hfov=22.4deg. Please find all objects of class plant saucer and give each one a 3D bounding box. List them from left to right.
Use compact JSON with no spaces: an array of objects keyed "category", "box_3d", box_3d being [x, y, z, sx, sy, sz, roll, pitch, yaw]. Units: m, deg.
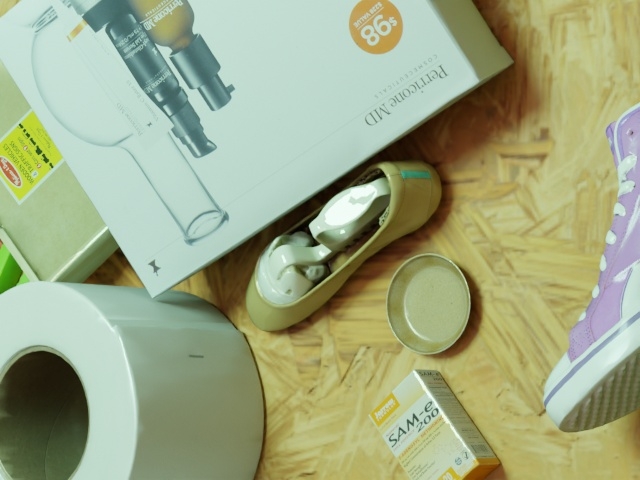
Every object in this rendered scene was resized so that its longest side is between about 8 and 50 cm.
[{"category":"plant saucer","box_3d":[0.092,0.053,1.334,0.083,0.015,0.083,-3,85,37]}]

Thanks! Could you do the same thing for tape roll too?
[{"category":"tape roll","box_3d":[-0.195,0.161,1.448,0.246,0.169,0.246,-4,83,37]}]

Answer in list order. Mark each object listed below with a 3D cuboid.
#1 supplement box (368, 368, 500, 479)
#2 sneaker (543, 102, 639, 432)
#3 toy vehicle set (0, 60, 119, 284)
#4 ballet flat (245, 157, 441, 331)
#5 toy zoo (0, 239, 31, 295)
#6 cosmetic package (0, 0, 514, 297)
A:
[{"category":"supplement box","box_3d":[0.092,0.161,1.311,0.062,0.036,0.098,-48,60,23]},{"category":"sneaker","box_3d":[0.240,0.002,1.181,0.282,0.102,0.161,-48,56,12]},{"category":"toy vehicle set","box_3d":[-0.271,-0.088,1.582,0.166,0.035,0.267,-43,61,6]},{"category":"ballet flat","box_3d":[0.000,0.000,1.373,0.232,0.073,0.080,-40,63,28]},{"category":"toy zoo","box_3d":[-0.372,-0.019,1.687,0.293,0.030,0.192,36,107,34]},{"category":"cosmetic package","box_3d":[-0.070,-0.163,1.366,0.377,0.097,0.284,-33,92,30]}]
